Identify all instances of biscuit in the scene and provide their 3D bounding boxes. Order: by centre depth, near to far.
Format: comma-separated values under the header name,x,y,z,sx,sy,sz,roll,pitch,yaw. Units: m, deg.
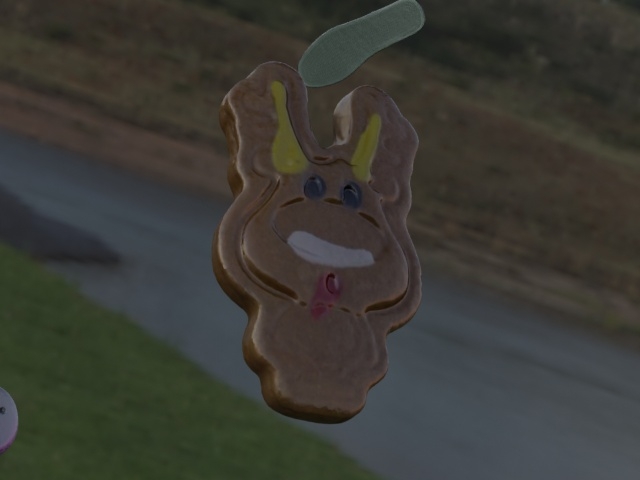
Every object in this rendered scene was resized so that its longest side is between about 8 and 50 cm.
name,x,y,z,sx,sy,sz,roll,pitch,yaw
biscuit,0.002,-0.001,1.425,0.186,0.295,0.044,9,-26,-25

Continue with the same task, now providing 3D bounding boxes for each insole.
name,x,y,z,sx,sy,sz,roll,pitch,yaw
insole,0.040,-0.200,1.857,0.152,0.053,0.002,-24,3,23

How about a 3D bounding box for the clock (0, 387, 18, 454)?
name,x,y,z,sx,sy,sz,roll,pitch,yaw
clock,-0.434,0.249,1.868,0.227,0.248,0.090,15,-26,-19
